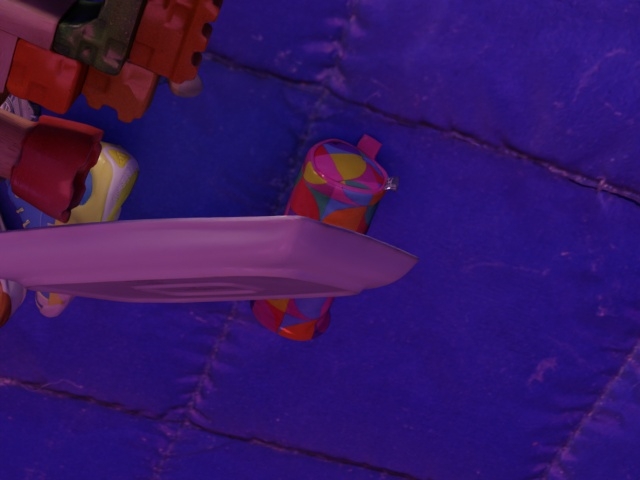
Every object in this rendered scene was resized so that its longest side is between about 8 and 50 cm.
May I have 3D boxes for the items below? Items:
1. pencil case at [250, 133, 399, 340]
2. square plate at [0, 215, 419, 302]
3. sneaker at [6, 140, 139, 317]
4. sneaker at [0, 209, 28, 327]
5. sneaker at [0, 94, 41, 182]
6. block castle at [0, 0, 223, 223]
[{"bbox_3d":[0.000,0.000,1.340,0.105,0.104,0.236,15,125,-14],"label":"pencil case"},{"bbox_3d":[-0.117,0.025,1.153,0.347,0.049,0.344,-3,173,20],"label":"square plate"},{"bbox_3d":[-0.288,-0.027,1.328,0.126,0.091,0.240,31,122,-1],"label":"sneaker"},{"bbox_3d":[-0.389,-0.032,1.263,0.106,0.123,0.290,-20,111,8],"label":"sneaker"},{"bbox_3d":[-0.314,-0.123,1.247,0.058,0.052,0.135,3,106,-21],"label":"sneaker"},{"bbox_3d":[-0.158,-0.262,0.996,0.213,0.303,0.453,23,125,-4],"label":"block castle"}]
